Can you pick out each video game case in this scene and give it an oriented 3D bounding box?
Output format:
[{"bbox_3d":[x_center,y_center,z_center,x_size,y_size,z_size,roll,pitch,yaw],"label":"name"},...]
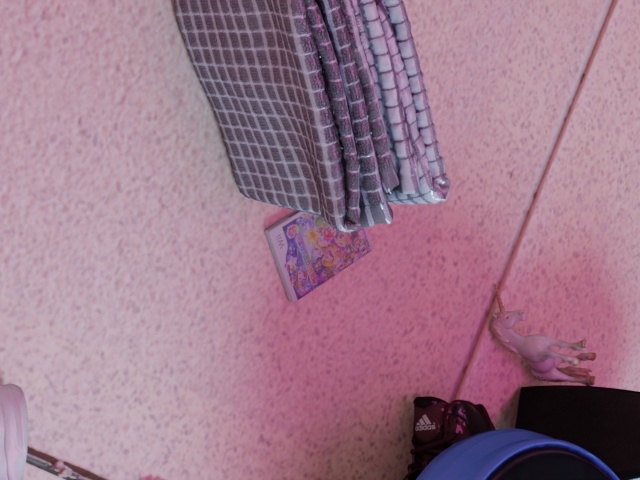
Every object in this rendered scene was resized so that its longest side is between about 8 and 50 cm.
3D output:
[{"bbox_3d":[0.000,0.000,1.597,0.122,0.011,0.087,-33,116,-32],"label":"video game case"}]

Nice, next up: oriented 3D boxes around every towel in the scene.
[{"bbox_3d":[-0.020,-0.151,1.415,0.121,0.235,0.284,-27,112,-30],"label":"towel"}]

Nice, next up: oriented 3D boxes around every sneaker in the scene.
[{"bbox_3d":[-0.309,0.236,1.329,0.094,0.080,0.212,-1,77,-24],"label":"sneaker"},{"bbox_3d":[0.107,0.265,1.679,0.281,0.106,0.163,-26,108,-46],"label":"sneaker"}]

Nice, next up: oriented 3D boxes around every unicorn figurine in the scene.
[{"bbox_3d":[0.269,0.132,1.793,0.060,0.111,0.162,-62,144,-36],"label":"unicorn figurine"}]

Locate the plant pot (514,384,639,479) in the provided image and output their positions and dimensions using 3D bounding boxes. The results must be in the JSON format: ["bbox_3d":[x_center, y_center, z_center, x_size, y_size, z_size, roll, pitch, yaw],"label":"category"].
[{"bbox_3d":[0.342,0.284,1.775,0.187,0.167,0.188,57,31,-29],"label":"plant pot"}]

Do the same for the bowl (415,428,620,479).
[{"bbox_3d":[0.221,0.388,1.531,0.391,0.077,0.391,11,74,-41],"label":"bowl"}]
